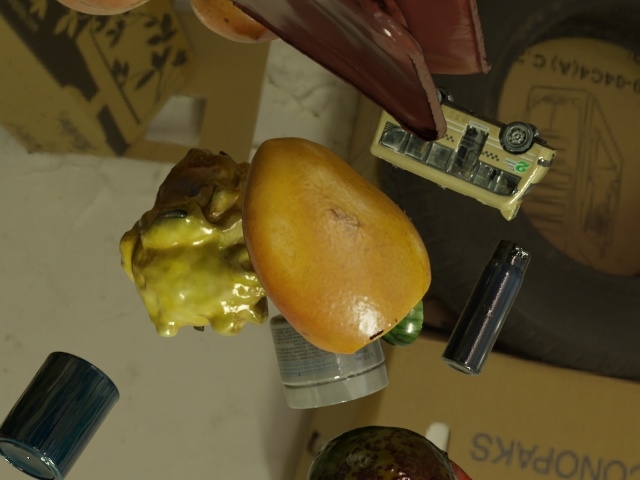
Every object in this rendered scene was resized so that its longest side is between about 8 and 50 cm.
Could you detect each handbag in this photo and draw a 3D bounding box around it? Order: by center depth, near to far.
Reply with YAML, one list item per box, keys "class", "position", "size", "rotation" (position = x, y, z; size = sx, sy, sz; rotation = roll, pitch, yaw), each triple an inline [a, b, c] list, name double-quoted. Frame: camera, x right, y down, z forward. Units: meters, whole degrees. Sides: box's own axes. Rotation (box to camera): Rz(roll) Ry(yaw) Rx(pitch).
- class: "handbag"
  position: [-0.015, -0.193, 0.666]
  size: [0.276, 0.084, 0.260]
  rotation: [36, -178, 17]

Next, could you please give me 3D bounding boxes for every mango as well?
- class: "mango"
  position: [0.000, 0.000, 1.105]
  size: [0.257, 0.187, 0.138]
  rotation: [46, -171, -6]

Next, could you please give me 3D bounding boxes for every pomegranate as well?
- class: "pomegranate"
  position: [0.066, 0.357, 1.224]
  size: [0.214, 0.248, 0.214]
  rotation: [26, 141, 23]
- class: "pomegranate"
  position: [-0.107, -0.390, 1.431]
  size: [0.191, 0.191, 0.191]
  rotation: [10, 164, 3]

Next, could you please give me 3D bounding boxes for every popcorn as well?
- class: "popcorn"
  position: [-0.182, 0.000, 1.509]
  size: [0.298, 0.315, 0.281]
  rotation: [-7, 160, 11]

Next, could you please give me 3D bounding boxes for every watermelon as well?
- class: "watermelon"
  position: [0.111, 0.111, 1.452]
  size: [0.062, 0.105, 0.105]
  rotation: [4, 169, -28]

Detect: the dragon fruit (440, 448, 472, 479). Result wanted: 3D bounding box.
- class: "dragon fruit"
  position: [0.171, 0.363, 1.365]
  size: [0.126, 0.068, 0.112]
  rotation: [55, 149, -4]

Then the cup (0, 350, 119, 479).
- class: "cup"
  position: [-0.358, 0.244, 1.266]
  size: [0.113, 0.138, 0.150]
  rotation: [33, 143, -5]

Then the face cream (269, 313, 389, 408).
- class: "face cream"
  position: [0.014, 0.181, 1.564]
  size: [0.177, 0.152, 0.177]
  rotation: [-12, -178, 0]

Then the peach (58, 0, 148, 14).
- class: "peach"
  position: [-0.346, -0.472, 1.491]
  size: [0.253, 0.252, 0.252]
  rotation: [10, 164, 3]

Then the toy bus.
- class: "toy bus"
  position: [0.302, -0.199, 2.006]
  size: [0.366, 0.201, 0.177]
  rotation: [25, -167, 16]

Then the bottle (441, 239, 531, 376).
- class: "bottle"
  position: [0.289, 0.113, 1.632]
  size: [0.072, 0.244, 0.082]
  rotation: [29, 167, -5]
